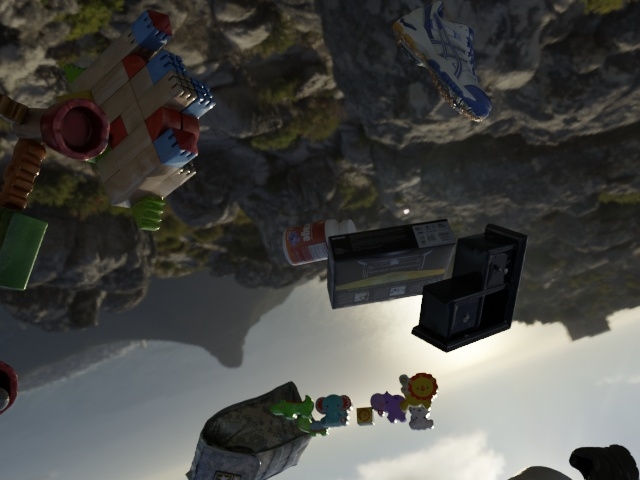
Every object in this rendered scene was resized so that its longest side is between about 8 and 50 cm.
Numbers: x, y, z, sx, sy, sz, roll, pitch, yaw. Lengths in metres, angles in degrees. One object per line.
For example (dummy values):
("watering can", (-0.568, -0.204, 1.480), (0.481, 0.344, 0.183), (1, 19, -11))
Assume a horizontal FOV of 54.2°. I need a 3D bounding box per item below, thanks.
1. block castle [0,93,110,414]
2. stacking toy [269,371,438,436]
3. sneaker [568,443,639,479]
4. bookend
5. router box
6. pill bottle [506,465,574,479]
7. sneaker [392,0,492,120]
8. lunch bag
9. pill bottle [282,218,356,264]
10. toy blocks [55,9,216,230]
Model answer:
("block castle", (-0.475, -0.015, 0.776), (0.213, 0.452, 0.303), (12, 171, 37))
("stacking toy", (0.056, 0.234, 0.883), (0.221, 0.052, 0.167), (-7, 153, 8))
("sneaker", (0.572, 0.516, 1.207), (0.130, 0.286, 0.108), (8, 115, -8))
("bookend", (0.223, 0.066, 0.934), (0.156, 0.157, 0.072), (-9, -157, -38))
("router box", (0.174, 0.066, 1.619), (0.309, 0.080, 0.242), (-8, 145, -7))
("pill bottle", (0.194, 0.380, 0.705), (0.283, 0.160, 0.160), (-18, 166, -38))
("sneaker", (0.276, -0.382, 1.290), (0.131, 0.296, 0.112), (-34, 161, 2))
("lunch bag", (-0.178, 0.503, 1.533), (0.287, 0.168, 0.235), (-14, 144, -32))
("pill bottle", (0.000, 0.000, 1.952), (0.216, 0.121, 0.121), (-13, 166, 17))
("toy blocks", (-0.326, -0.250, 1.203), (0.261, 0.381, 0.191), (-32, 161, 24))
